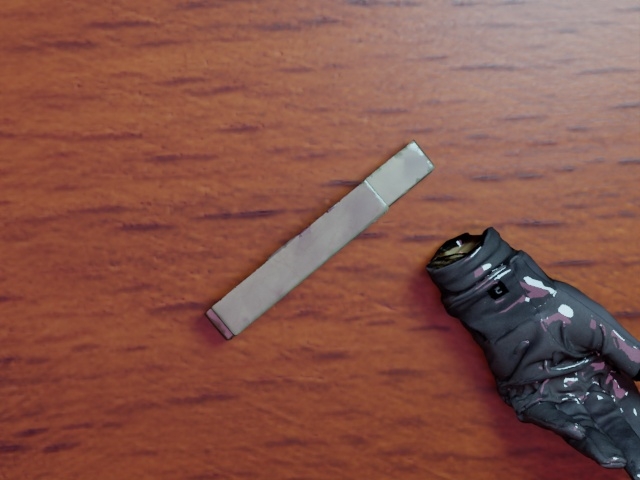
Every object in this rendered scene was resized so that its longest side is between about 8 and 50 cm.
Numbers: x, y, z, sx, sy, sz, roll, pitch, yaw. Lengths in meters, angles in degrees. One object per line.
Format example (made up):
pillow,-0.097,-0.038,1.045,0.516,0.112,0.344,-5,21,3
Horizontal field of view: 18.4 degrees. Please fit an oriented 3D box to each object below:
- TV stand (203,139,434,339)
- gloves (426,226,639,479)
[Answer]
TV stand,0.000,0.000,1.791,0.249,0.042,0.036,-40,92,-1
gloves,0.216,0.100,1.780,0.142,0.119,0.285,-39,82,10
